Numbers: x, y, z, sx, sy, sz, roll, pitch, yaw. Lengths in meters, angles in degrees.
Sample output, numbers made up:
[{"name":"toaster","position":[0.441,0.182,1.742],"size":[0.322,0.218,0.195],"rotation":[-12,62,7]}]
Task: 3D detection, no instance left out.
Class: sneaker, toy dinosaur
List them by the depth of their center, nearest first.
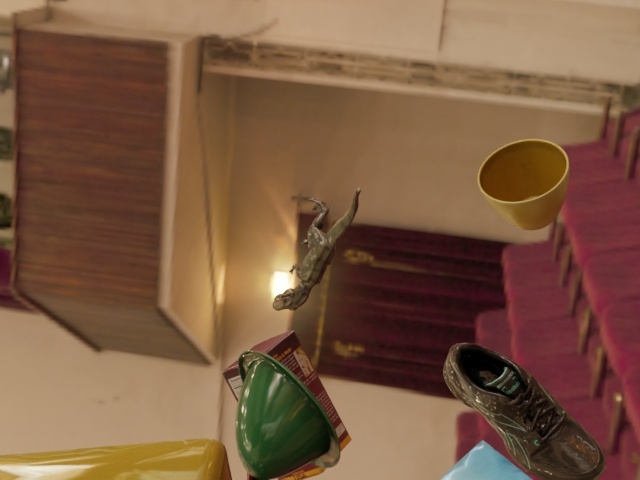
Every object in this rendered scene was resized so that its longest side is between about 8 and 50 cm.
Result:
[{"name":"sneaker","position":[0.274,0.236,1.417],"size":[0.101,0.267,0.106],"rotation":[-47,-23,-15]},{"name":"toy dinosaur","position":[0.000,0.000,1.714],"size":[0.268,0.064,0.118],"rotation":[-60,24,25]}]

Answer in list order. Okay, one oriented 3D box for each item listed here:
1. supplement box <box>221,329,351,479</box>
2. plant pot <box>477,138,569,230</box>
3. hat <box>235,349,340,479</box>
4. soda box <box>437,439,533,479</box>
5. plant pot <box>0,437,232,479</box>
[{"name":"supplement box","position":[-0.047,0.239,1.480],"size":[0.188,0.081,0.104],"rotation":[62,-150,-4]},{"name":"plant pot","position":[0.311,-0.071,1.535],"size":[0.134,0.134,0.095],"rotation":[-77,-29,-41]},{"name":"hat","position":[-0.093,0.263,1.241],"size":[0.183,0.208,0.173],"rotation":[-37,-29,-28]},{"name":"soda box","position":[0.098,0.276,0.898],"size":[0.210,0.071,0.067],"rotation":[-38,-46,-16]},{"name":"plant pot","position":[-0.169,0.300,0.791],"size":[0.187,0.212,0.212],"rotation":[-90,-6,-57]}]
